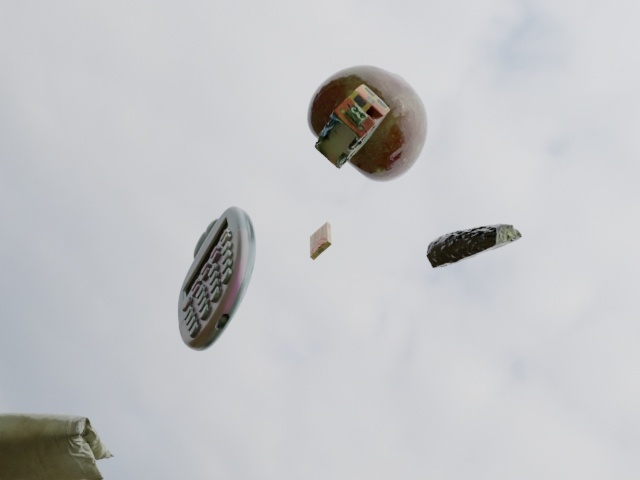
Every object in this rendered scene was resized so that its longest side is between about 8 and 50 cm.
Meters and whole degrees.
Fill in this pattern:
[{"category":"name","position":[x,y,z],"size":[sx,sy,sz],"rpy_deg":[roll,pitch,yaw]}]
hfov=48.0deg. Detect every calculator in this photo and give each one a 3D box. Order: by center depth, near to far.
[{"category":"calculator","position":[-0.149,0.047,1.030],"size":[0.186,0.041,0.299],"rpy_deg":[-59,-160,12]}]

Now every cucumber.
[{"category":"cucumber","position":[0.282,-0.001,1.347],"size":[0.211,0.078,0.062],"rpy_deg":[-32,-106,63]}]

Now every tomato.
[{"category":"tomato","position":[0.112,-0.267,1.577],"size":[0.270,0.270,0.223],"rpy_deg":[41,-86,21]}]

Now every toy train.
[{"category":"toy train","position":[0.050,-0.195,1.258],"size":[0.072,0.099,0.188],"rpy_deg":[40,-17,-1]}]

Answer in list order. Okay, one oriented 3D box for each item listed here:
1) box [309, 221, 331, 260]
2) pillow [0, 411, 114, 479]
[{"category":"box","position":[0.000,0.000,1.588],"size":[0.015,0.093,0.058],"rpy_deg":[40,-69,-20]},{"category":"pillow","position":[-0.414,0.310,1.073],"size":[0.181,0.078,0.134],"rpy_deg":[-1,-49,2]}]
